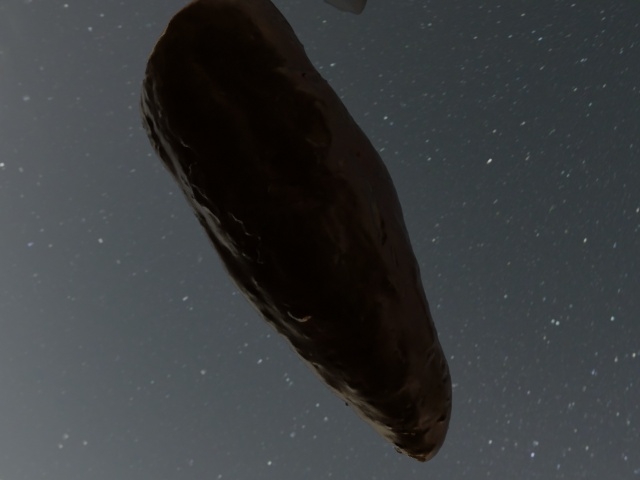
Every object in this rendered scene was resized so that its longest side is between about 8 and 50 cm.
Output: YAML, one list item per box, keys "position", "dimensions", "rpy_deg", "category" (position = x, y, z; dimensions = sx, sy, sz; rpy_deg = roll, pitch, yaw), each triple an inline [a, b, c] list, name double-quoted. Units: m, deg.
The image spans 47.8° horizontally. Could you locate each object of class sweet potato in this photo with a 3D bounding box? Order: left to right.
- position: [0.000, 0.000, 0.361]
  dimensions: [0.097, 0.097, 0.251]
  rpy_deg: [-22, -76, 36]
  category: "sweet potato"

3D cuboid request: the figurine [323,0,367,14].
- position: [-0.006, -0.316, 0.623]
  dimensions: [0.177, 0.247, 0.172]
  rpy_deg: [24, -84, 35]
  category: "figurine"
